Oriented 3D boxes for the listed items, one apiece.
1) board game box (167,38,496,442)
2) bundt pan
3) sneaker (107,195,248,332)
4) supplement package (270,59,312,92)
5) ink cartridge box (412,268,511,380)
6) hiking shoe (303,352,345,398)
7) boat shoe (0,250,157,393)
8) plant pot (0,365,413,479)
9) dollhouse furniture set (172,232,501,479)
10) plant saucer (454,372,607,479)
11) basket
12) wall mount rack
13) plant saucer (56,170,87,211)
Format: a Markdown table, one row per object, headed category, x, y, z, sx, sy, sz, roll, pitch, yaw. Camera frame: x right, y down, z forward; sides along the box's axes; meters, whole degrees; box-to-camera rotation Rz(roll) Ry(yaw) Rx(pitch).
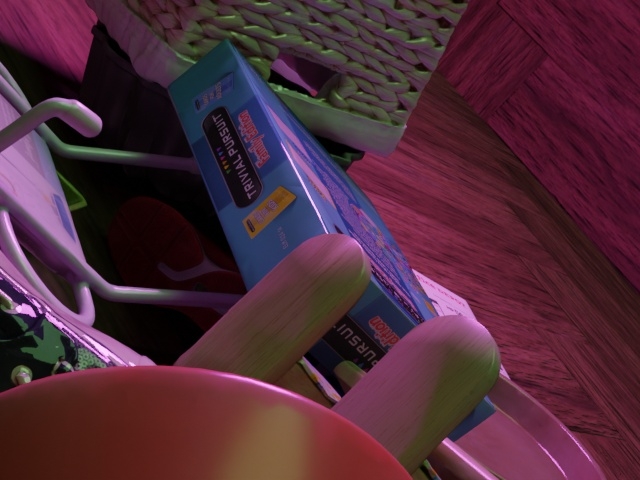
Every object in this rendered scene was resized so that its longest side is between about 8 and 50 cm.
| category | x | y | z | sx | sy | sz | roll | pitch | yaw |
| --- | --- | --- | --- | --- | --- | --- | --- | --- | --- |
| board game box | 0.000 | 0.000 | 1.053 | 0.254 | 0.079 | 0.336 | 46 | 11 | -37 |
| bundt pan | -0.121 | -0.122 | 1.340 | 0.331 | 0.124 | 0.331 | 24 | 18 | -9 |
| sneaker | -0.099 | 0.046 | 1.134 | 0.221 | 0.087 | 0.128 | 41 | 5 | 30 |
| supplement package | -0.124 | -0.268 | 1.708 | 0.204 | 0.145 | 0.262 | 38 | 19 | -15 |
| ink cartridge box | 0.135 | 0.132 | 1.430 | 0.148 | 0.086 | 0.203 | 30 | 22 | -34 |
| hiking shoe | -0.025 | 0.164 | 1.035 | 0.304 | 0.113 | 0.132 | 7 | 70 | -72 |
| boat shoe | -0.221 | 0.090 | 0.736 | 0.341 | 0.127 | 0.158 | 39 | 23 | 14 |
| plant pot | -0.079 | 0.228 | 0.491 | 0.275 | 0.275 | 0.243 | 36 | 30 | -22 |
| dollhouse furniture set | 0.170 | 0.178 | 0.775 | 0.394 | 0.256 | 0.362 | 35 | -15 | 49 |
| plant saucer | 0.160 | 0.184 | 1.173 | 0.278 | 0.041 | 0.278 | 31 | 16 | -10 |
| basket | -0.052 | -0.300 | 1.306 | 0.328 | 0.266 | 0.331 | 14 | 25 | -39 |
| wall mount rack | -0.174 | -0.056 | 0.987 | 0.304 | 0.130 | 0.350 | 51 | 8 | -45 |
| plant saucer | -0.309 | -0.065 | 0.999 | 0.188 | 0.045 | 0.188 | 43 | 17 | 3 |
